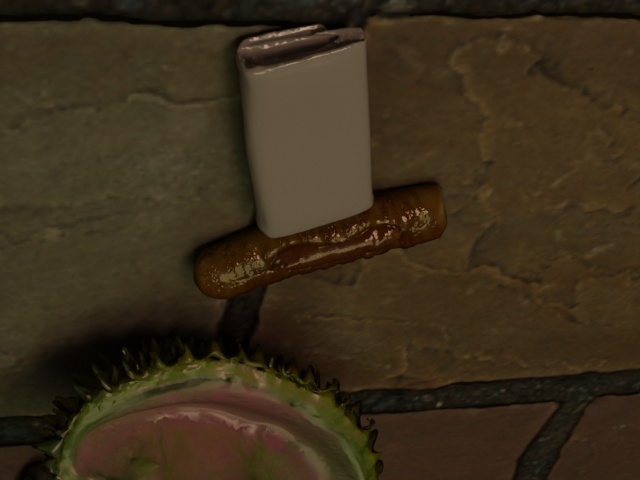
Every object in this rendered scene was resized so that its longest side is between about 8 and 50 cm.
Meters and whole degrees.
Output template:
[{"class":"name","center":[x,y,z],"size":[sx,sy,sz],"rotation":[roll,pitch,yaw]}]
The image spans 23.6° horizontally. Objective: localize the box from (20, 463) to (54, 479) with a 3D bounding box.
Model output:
[{"class":"box","center":[-0.143,0.202,0.919],"size":[0.062,0.122,0.089],"rotation":[-1,142,-39]}]

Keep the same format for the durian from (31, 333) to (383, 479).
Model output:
[{"class":"durian","center":[-0.065,0.113,0.857],"size":[0.220,0.095,0.137],"rotation":[19,95,-37]}]

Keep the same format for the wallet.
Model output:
[{"class":"wallet","center":[-0.006,-0.051,0.719],"size":[0.061,0.025,0.122],"rotation":[-11,143,-5]}]

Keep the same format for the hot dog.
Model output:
[{"class":"hot dog","center":[0.000,0.000,0.788],"size":[0.137,0.028,0.044],"rotation":[-13,137,-3]}]
